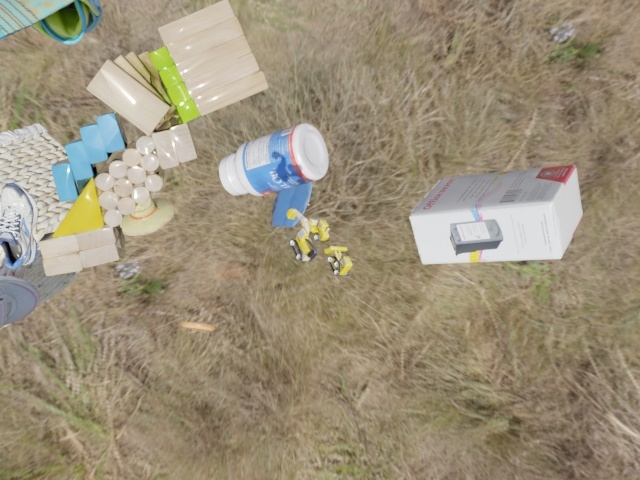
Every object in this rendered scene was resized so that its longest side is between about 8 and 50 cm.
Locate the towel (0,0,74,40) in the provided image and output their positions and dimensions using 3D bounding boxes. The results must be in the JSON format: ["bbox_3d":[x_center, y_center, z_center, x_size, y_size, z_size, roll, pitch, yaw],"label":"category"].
[{"bbox_3d":[-0.281,-0.238,0.595,0.370,0.271,0.040,-24,81,11],"label":"towel"}]

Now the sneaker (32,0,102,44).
[{"bbox_3d":[-0.368,-0.394,1.153,0.127,0.319,0.208,-27,86,30],"label":"sneaker"}]

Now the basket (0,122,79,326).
[{"bbox_3d":[-0.671,-0.029,1.622,0.266,0.331,0.328,37,115,3],"label":"basket"}]

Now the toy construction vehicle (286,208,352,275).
[{"bbox_3d":[0.000,0.000,1.045,0.035,0.085,0.098,-47,51,34],"label":"toy construction vehicle"}]

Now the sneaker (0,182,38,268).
[{"bbox_3d":[-0.457,-0.018,1.123,0.052,0.058,0.135,4,113,9],"label":"sneaker"}]

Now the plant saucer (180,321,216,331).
[{"bbox_3d":[-0.286,0.202,1.747,0.083,0.083,0.013,7,79,-4],"label":"plant saucer"}]

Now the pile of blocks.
[{"bbox_3d":[-0.213,-0.123,0.872,0.149,0.112,0.362,40,93,-16],"label":"pile of blocks"}]

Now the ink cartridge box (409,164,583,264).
[{"bbox_3d":[0.378,-0.055,1.596,0.306,0.226,0.131,-5,113,34],"label":"ink cartridge box"}]

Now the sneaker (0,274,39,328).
[{"bbox_3d":[-0.630,0.144,1.371,0.252,0.111,0.103,-19,125,-41],"label":"sneaker"}]

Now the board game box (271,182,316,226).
[{"bbox_3d":[-0.059,-0.090,1.821,0.033,0.168,0.133,23,79,-30],"label":"board game box"}]

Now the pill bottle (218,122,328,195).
[{"bbox_3d":[-0.104,-0.164,1.603,0.221,0.124,0.124,-14,92,33],"label":"pill bottle"}]

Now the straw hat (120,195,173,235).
[{"bbox_3d":[-0.407,-0.078,1.703,0.144,0.144,0.061,-14,127,-3],"label":"straw hat"}]
